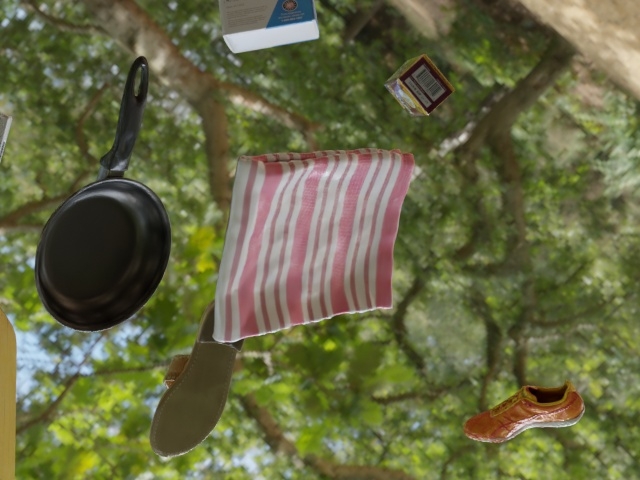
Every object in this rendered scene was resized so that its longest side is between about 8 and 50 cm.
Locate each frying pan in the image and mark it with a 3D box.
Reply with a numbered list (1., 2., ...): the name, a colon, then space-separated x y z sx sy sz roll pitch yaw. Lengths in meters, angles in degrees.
1. frying pan: -0.273 -0.041 1.162 0.053 0.326 0.197 21 -142 40

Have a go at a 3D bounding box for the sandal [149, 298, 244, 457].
1. sandal: -0.165 0.174 1.320 0.088 0.240 0.079 19 -166 -22

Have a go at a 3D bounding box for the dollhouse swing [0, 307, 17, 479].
1. dollhouse swing: -0.470 0.210 1.042 0.305 0.346 0.315 59 -155 -69

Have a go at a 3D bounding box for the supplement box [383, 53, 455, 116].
1. supplement box: 0.110 -0.174 1.100 0.055 0.043 0.083 48 178 -8

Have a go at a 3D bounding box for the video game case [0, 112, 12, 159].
1. video game case: -0.542 -0.137 1.419 0.157 0.143 0.019 19 -171 3

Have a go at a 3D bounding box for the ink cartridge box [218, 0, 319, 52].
1. ink cartridge box: -0.084 -0.394 1.466 0.082 0.139 0.191 60 -158 -78

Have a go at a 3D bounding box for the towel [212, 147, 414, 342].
1. towel: 0.000 0.000 0.778 0.029 0.144 0.197 21 -161 40

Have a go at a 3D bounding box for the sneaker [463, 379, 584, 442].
1. sneaker: 0.281 0.236 1.373 0.067 0.175 0.064 62 -160 -19
